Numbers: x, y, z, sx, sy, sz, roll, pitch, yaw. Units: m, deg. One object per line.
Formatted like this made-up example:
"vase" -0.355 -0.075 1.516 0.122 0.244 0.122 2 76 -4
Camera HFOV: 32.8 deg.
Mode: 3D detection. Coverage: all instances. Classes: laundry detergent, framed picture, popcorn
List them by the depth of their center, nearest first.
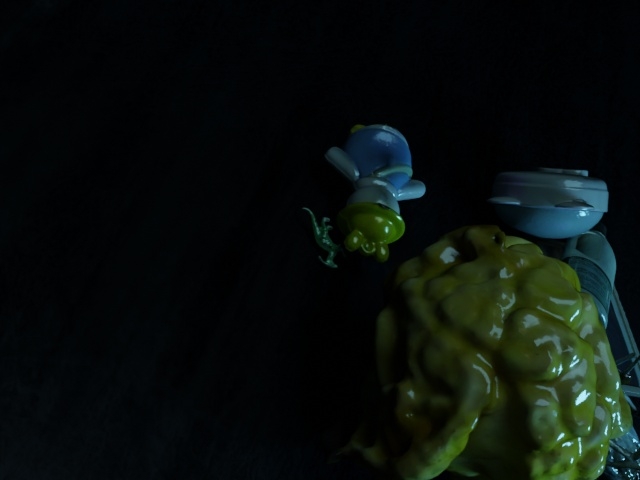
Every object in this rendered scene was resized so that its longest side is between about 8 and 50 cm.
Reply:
"popcorn" 0.172 0.167 1.270 0.381 0.349 0.349 -21 70 -7
"laundry detergent" 0.418 0.045 1.703 0.099 0.070 0.226 37 42 -9
"framed picture" 0.422 0.118 1.719 0.192 0.018 0.266 12 52 -36

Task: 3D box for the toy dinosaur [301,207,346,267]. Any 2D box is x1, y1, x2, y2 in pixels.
"toy dinosaur" 0.000 0.000 1.438 0.083 0.021 0.062 30 57 -22

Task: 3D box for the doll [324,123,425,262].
"doll" 0.072 -0.073 1.500 0.135 0.098 0.241 48 36 -37

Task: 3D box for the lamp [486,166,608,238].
"lamp" 0.363 -0.059 1.711 0.246 0.179 0.108 -17 114 -67

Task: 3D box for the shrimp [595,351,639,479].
"shrimp" 0.343 0.205 1.489 0.221 0.166 0.410 -35 68 -17
